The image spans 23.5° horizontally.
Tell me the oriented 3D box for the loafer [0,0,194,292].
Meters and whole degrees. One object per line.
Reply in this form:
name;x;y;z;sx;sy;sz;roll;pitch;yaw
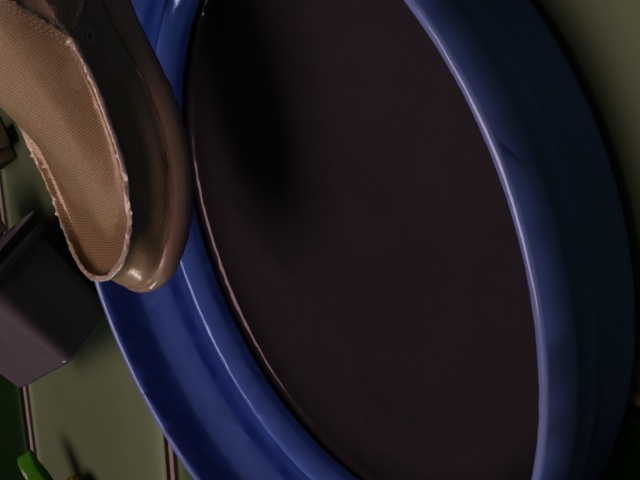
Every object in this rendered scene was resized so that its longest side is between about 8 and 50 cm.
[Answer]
loafer;-0.143;-0.096;0.784;0.102;0.092;0.268;-6;102;56

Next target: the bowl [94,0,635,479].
bowl;0.000;0.000;0.787;0.391;0.077;0.391;30;130;44

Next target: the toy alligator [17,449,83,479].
toy alligator;-0.183;0.249;1.207;0.189;0.056;0.051;58;-173;15

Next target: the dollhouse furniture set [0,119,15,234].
dollhouse furniture set;-0.311;-0.049;1.137;0.123;0.144;0.151;-25;88;56

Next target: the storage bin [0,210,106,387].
storage bin;-0.214;0.046;1.113;0.091;0.098;0.135;44;148;-13
